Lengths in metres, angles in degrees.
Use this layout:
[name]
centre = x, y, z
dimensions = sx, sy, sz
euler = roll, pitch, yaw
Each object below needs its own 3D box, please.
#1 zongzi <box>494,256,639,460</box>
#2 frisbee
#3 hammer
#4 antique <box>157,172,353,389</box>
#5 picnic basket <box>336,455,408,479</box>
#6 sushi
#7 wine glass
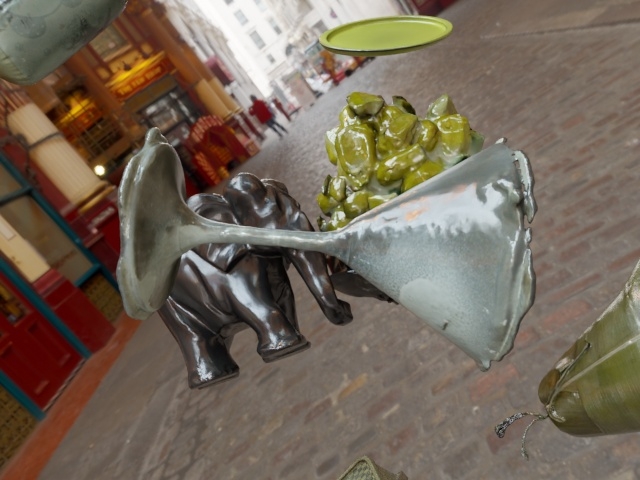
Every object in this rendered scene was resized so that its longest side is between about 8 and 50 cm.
[zongzi]
centre = 0.544, 0.197, 1.089
dimensions = 0.447, 0.181, 0.418
euler = -30, 47, 39
[frisbee]
centre = 0.115, -0.364, 0.988
dimensions = 0.235, 0.017, 0.236
euler = -5, 33, 3
[hammer]
centre = -0.409, -0.348, 0.690
dimensions = 0.202, 0.305, 0.113
euler = -47, -2, -17
[antique]
centre = -0.127, 0.062, 0.806
dimensions = 0.322, 0.255, 0.185
euler = -26, -16, 30
[picnic basket]
centre = 0.093, 0.439, 0.723
dimensions = 0.165, 0.139, 0.267
euler = -48, 30, 7
[sushi]
centre = 0.163, -0.082, 0.939
dimensions = 0.328, 0.285, 0.328
euler = 14, 57, 16
[wine glass]
centre = 0.000, 0.000, 0.361
dimensions = 0.232, 0.156, 0.156
euler = 5, 21, 1
